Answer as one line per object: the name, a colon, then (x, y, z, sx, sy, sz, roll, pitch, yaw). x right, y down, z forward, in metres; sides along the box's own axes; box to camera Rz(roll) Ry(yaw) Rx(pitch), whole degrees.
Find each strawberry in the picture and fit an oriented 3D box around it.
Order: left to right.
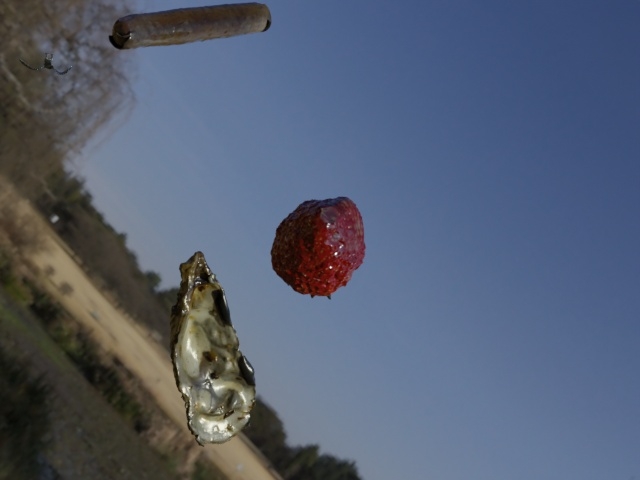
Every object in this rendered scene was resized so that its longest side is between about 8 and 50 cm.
strawberry: (0.005, 0.004, 1.247, 0.131, 0.131, 0.148, 48, -31, -7)

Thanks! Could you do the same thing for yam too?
yam: (-0.159, -0.272, 1.216, 0.046, 0.264, 0.046, 13, -68, 35)

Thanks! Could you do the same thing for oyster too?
oyster: (-0.176, 0.172, 1.518, 0.078, 0.129, 0.344, -140, -142, -60)

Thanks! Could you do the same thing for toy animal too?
toy animal: (-0.431, -0.281, 1.524, 0.084, 0.028, 0.050, 9, 23, -4)
